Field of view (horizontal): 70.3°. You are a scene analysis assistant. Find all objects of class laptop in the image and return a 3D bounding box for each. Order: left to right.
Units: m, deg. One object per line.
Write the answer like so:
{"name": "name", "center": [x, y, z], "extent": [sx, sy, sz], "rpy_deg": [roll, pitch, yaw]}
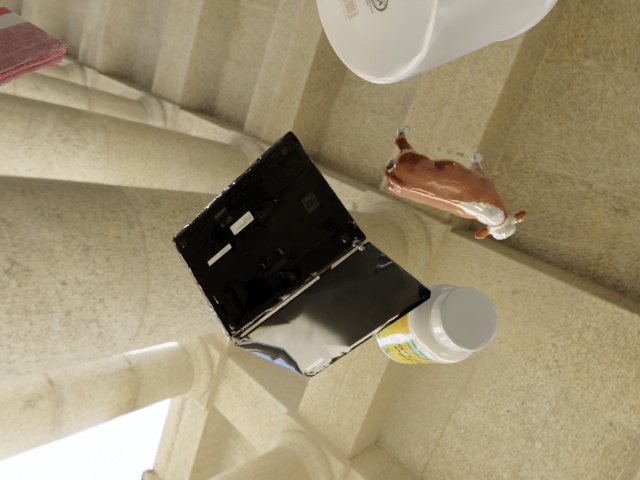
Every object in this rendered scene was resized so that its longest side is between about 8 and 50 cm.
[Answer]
{"name": "laptop", "center": [-0.027, 0.036, 0.622], "extent": [0.234, 0.136, 0.264], "rpy_deg": [-39, -103, 19]}

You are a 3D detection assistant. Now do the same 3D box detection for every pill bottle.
{"name": "pill bottle", "center": [0.173, 0.131, 0.701], "extent": [0.208, 0.118, 0.117], "rpy_deg": [135, -59, -69]}

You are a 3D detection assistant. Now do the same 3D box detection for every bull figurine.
{"name": "bull figurine", "center": [0.264, -0.112, 0.907], "extent": [0.101, 0.310, 0.188], "rpy_deg": [-56, -157, 38]}

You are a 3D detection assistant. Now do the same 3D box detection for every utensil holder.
{"name": "utensil holder", "center": [0.230, -0.508, 0.868], "extent": [0.327, 0.385, 0.327], "rpy_deg": [39, -33, 32]}

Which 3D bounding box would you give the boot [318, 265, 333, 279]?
{"name": "boot", "center": [0.000, 0.000, 0.968], "extent": [0.264, 0.096, 0.280], "rpy_deg": [89, -16, -52]}

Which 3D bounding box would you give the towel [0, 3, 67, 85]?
{"name": "towel", "center": [-0.513, -0.275, 0.520], "extent": [0.329, 0.237, 0.037], "rpy_deg": [30, -56, -11]}
